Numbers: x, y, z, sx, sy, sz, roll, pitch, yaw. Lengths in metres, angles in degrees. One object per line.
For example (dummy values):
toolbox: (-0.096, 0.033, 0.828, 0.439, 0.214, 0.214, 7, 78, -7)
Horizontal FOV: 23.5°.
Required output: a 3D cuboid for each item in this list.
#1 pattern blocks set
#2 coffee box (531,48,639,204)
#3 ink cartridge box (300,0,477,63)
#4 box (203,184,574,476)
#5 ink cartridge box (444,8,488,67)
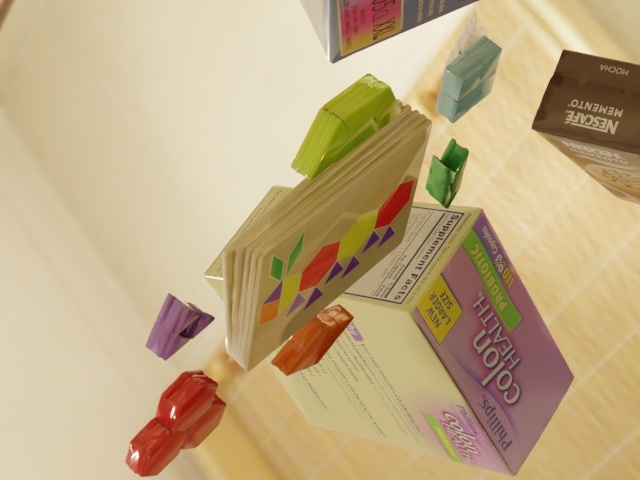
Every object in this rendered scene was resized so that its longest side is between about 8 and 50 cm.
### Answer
pattern blocks set: (0.000, 0.000, 1.032, 0.026, 0.285, 0.325, 38, -132, 20)
coffee box: (0.430, -0.134, 2.057, 0.168, 0.119, 0.297, 19, 174, 37)
ink cartridge box: (0.130, -0.358, 1.269, 0.395, 0.151, 0.270, -23, -106, -7)
box: (0.060, 0.073, 1.333, 0.117, 0.243, 0.213, -53, -51, -26)
ink cartridge box: (0.191, -0.249, 1.973, 0.028, 0.083, 0.048, 22, -153, -11)
